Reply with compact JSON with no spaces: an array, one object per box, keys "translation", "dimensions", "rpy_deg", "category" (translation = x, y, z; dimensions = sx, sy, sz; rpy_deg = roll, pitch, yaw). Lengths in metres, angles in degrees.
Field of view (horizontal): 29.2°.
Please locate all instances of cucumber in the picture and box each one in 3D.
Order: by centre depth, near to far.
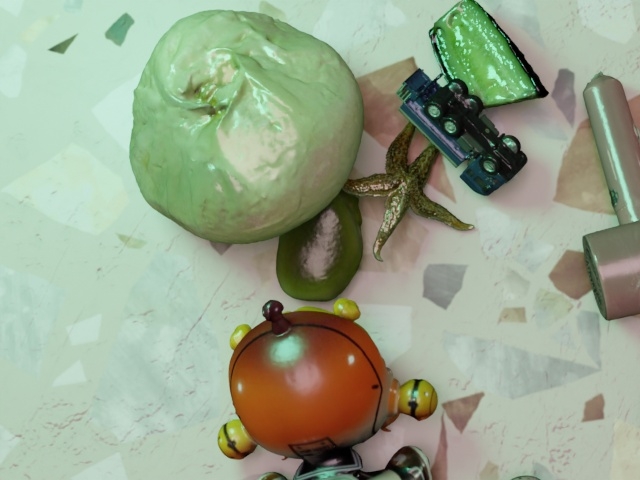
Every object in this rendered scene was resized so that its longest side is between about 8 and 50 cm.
[{"translation":[0.240,-0.252,1.748],"dimensions":[0.115,0.086,0.193],"rpy_deg":[-43,71,34],"category":"cucumber"}]

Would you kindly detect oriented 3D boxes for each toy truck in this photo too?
[{"translation":[0.190,-0.153,1.720],"dimensions":[0.201,0.088,0.074],"rpy_deg":[46,52,1],"category":"toy truck"}]

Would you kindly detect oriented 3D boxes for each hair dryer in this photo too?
[{"translation":[0.447,-0.081,1.676],"dimensions":[0.210,0.125,0.352],"rpy_deg":[-14,73,7],"category":"hair dryer"}]

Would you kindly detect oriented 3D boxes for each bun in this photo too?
[{"translation":[-0.125,-0.166,1.700],"dimensions":[0.361,0.213,0.361],"rpy_deg":[-11,66,27],"category":"bun"}]

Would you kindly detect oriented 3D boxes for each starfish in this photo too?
[{"translation":[0.124,-0.070,1.738],"dimensions":[0.217,0.050,0.223],"rpy_deg":[26,74,-14],"category":"starfish"}]

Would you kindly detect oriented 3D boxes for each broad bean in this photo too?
[{"translation":[0.000,0.000,1.757],"dimensions":[0.124,0.082,0.174],"rpy_deg":[1,92,12],"category":"broad bean"}]

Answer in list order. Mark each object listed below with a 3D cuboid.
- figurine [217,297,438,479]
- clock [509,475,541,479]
[{"translation":[-0.006,0.228,1.659],"dimensions":[0.320,0.196,0.323],"rpy_deg":[-16,89,13],"category":"figurine"},{"translation":[0.226,0.484,1.625],"dimensions":[0.309,0.114,0.284],"rpy_deg":[-37,76,2],"category":"clock"}]
